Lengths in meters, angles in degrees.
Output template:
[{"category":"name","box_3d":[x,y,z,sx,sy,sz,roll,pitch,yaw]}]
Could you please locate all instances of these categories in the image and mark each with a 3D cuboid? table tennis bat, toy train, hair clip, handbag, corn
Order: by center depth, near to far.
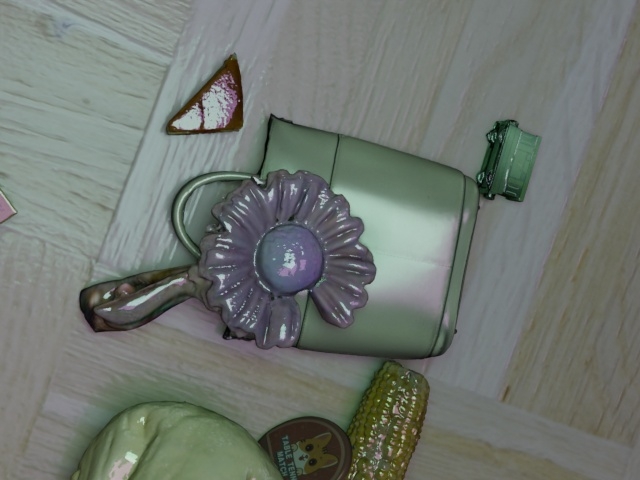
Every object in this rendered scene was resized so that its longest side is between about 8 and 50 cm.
[{"category":"hair clip","box_3d":[-0.099,0.035,1.115,0.300,0.069,0.173,-17,90,3]},{"category":"handbag","box_3d":[0.000,0.000,1.195,0.315,0.109,0.241,11,89,-3]},{"category":"corn","box_3d":[0.040,0.269,1.205,0.086,0.086,0.288,25,85,-16]},{"category":"table tennis bat","box_3d":[-0.036,0.274,1.214,0.170,0.107,0.119,-19,132,0]},{"category":"toy train","box_3d":[0.209,-0.087,1.255,0.056,0.038,0.093,17,89,-18]}]

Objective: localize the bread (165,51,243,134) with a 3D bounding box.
[{"category":"bread","box_3d":[-0.104,-0.136,1.161,0.062,0.043,0.109,40,81,-12]}]

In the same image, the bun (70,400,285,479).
[{"category":"bun","box_3d":[-0.141,0.296,1.090,0.259,0.160,0.259,1,103,7]}]

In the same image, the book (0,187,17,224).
[{"category":"book","box_3d":[-0.389,-0.025,1.057,0.172,0.012,0.118,-35,103,-11]}]
